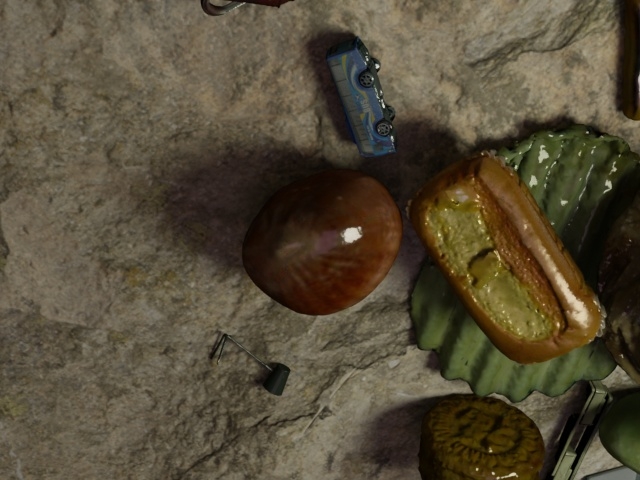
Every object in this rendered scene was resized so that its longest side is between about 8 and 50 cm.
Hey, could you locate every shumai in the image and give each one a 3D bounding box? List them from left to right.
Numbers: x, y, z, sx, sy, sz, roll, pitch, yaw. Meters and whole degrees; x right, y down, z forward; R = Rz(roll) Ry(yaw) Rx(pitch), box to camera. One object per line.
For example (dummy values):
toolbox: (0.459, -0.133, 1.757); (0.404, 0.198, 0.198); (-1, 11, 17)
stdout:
shumai: (0.509, 0.091, 1.253); (0.266, 0.262, 0.314); (-5, 111, -15)

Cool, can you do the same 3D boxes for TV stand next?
TV stand: (0.388, 0.324, 1.558); (0.042, 0.036, 0.249); (11, 116, -11)

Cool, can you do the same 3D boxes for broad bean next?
broad bean: (0.518, 0.277, 1.469); (0.227, 0.169, 0.100); (-13, 116, -9)

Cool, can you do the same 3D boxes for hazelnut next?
hazelnut: (0.000, 0.000, 1.276); (0.214, 0.214, 0.176); (-43, 70, 17)

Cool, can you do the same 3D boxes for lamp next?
lamp: (-0.096, 0.179, 1.452); (0.121, 0.041, 0.054); (25, 105, -19)

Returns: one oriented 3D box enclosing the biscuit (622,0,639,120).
biscuit: (0.474, -0.241, 1.273); (0.183, 0.039, 0.174); (-5, 115, -2)

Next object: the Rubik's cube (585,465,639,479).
Rubik's cube: (0.600, 0.443, 1.580); (0.233, 0.229, 0.228); (-10, 169, -40)

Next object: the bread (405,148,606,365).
bread: (0.237, 0.019, 1.288); (0.152, 0.119, 0.288); (-30, 102, 21)

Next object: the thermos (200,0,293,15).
thermos: (-0.097, -0.326, 1.160); (0.231, 0.099, 0.124); (4, 79, -8)

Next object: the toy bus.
toy bus: (0.055, -0.179, 1.269); (0.061, 0.051, 0.153); (-12, 119, 16)

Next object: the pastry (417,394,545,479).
pastry: (0.236, 0.314, 1.467); (0.188, 0.189, 0.103); (3, 120, -5)

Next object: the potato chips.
potato chips: (0.324, 0.045, 1.396); (0.358, 0.070, 0.429); (16, 112, -7)
